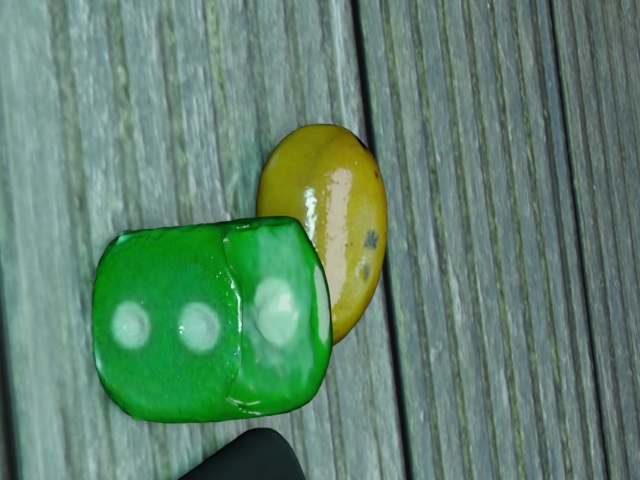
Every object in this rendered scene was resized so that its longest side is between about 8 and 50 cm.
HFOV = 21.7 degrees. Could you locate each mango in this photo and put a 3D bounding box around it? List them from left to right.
[{"bbox_3d":[0.002,-0.001,1.295,0.115,0.090,0.178,1,85,-51],"label":"mango"}]

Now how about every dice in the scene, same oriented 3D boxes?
[{"bbox_3d":[-0.072,0.052,1.116,0.128,0.120,0.131,-8,92,-63],"label":"dice"}]

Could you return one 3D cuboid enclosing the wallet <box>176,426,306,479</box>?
[{"bbox_3d":[-0.104,0.290,1.052,0.406,0.062,0.228,-31,109,-59],"label":"wallet"}]
